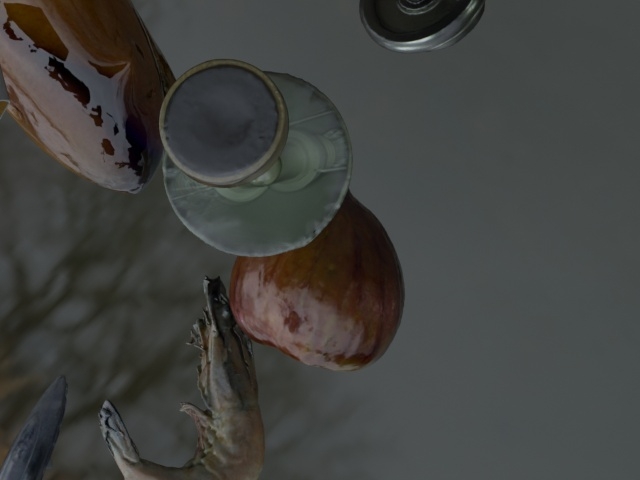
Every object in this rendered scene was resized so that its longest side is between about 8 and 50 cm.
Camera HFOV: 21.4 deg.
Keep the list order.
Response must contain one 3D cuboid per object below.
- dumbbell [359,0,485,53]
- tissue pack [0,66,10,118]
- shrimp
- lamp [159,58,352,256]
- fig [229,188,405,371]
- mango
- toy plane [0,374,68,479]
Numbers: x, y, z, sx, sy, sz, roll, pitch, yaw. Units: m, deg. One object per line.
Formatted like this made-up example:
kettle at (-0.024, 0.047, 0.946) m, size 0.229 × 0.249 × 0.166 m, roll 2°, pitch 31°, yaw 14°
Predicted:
dumbbell at (0.105, -0.366, 2.218) m, size 0.192 × 0.192 × 0.290 m, roll 22°, pitch 166°, yaw 40°
tissue pack at (-0.360, -0.121, 1.180) m, size 0.159 × 0.246 × 0.136 m, roll 152°, pitch 105°, yaw -70°
shrimp at (-0.128, 0.140, 1.554) m, size 0.152 × 0.219 × 0.046 m, roll -1°, pitch 166°, yaw -9°
lamp at (-0.042, -0.052, 1.036) m, size 0.121 × 0.121 × 0.214 m, roll 37°, pitch 177°, yaw 13°
fig at (0.002, 0.025, 1.474) m, size 0.148 × 0.202 × 0.149 m, roll 26°, pitch 144°, yaw -18°
mango at (-0.233, -0.177, 1.556) m, size 0.287 × 0.152 × 0.201 m, roll 51°, pitch 153°, yaw -15°
toy plane at (-0.240, 0.225, 1.235) m, size 0.212 × 0.267 × 0.088 m, roll 16°, pitch 152°, yaw 16°
